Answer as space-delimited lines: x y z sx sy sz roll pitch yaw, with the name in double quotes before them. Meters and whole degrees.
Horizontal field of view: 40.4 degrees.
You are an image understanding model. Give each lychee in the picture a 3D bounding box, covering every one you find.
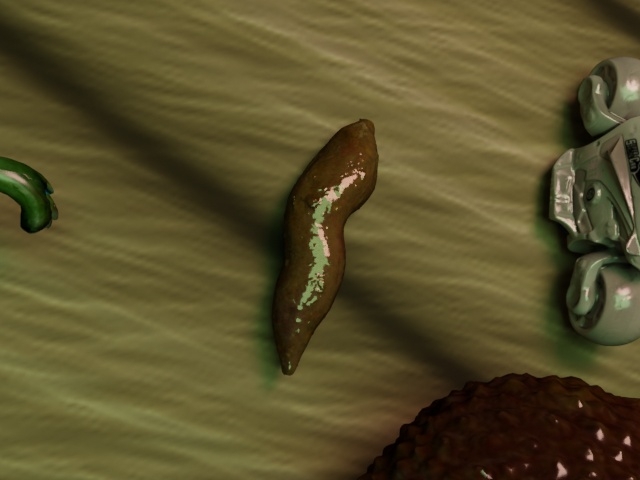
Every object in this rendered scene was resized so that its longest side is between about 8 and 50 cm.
"lychee" 0.145 0.223 0.592 0.275 0.304 0.276 -9 102 -52

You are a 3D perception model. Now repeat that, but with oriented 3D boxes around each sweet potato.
"sweet potato" -0.003 -0.002 0.687 0.065 0.051 0.218 22 77 -14

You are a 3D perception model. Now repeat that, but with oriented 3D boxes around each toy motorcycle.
"toy motorcycle" 0.258 -0.038 0.734 0.112 0.112 0.254 9 79 -14

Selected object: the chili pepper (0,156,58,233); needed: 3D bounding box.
"chili pepper" -0.311 -0.032 0.554 0.261 0.174 0.165 -16 62 -16
